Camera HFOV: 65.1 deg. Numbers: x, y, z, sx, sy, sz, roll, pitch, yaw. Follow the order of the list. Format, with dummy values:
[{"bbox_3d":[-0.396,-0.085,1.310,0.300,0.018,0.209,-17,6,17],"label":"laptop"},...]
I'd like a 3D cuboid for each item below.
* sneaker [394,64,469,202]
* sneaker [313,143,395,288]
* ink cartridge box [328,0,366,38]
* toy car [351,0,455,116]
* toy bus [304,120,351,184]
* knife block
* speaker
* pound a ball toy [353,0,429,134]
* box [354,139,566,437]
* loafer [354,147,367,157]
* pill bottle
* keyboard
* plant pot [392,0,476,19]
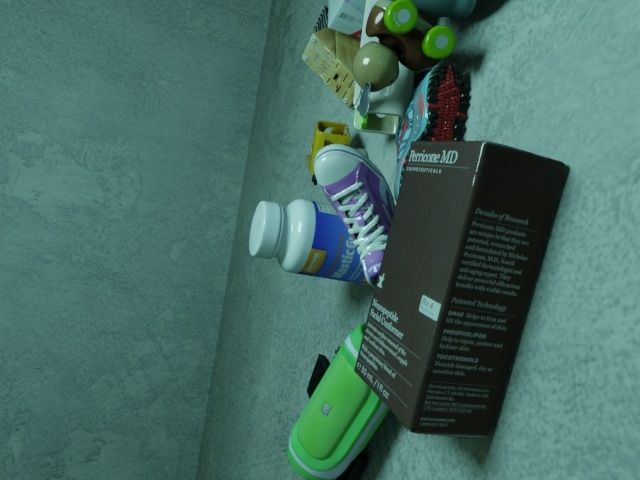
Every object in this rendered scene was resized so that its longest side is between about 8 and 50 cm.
[{"bbox_3d":[0.187,-0.169,0.891,0.125,0.104,0.261,170,119,-74],"label":"sneaker"},{"bbox_3d":[0.083,-0.024,0.835,0.102,0.282,0.161,-29,25,23],"label":"sneaker"},{"bbox_3d":[0.111,-0.610,1.234,0.176,0.128,0.127,144,133,-60],"label":"ink cartridge box"},{"bbox_3d":[0.117,-0.303,0.878,0.188,0.149,0.155,-59,16,15],"label":"toy car"},{"bbox_3d":[0.014,-0.200,1.268,0.191,0.104,0.202,125,152,-75],"label":"toy bus"},{"bbox_3d":[0.081,-0.517,1.363,0.275,0.242,0.088,48,145,5],"label":"knife block"},{"bbox_3d":[0.049,0.299,0.916,0.296,0.131,0.131,-62,25,18],"label":"speaker"},{"bbox_3d":[0.153,-0.385,1.062,0.208,0.136,0.319,61,-143,-82],"label":"pound a ball toy"},{"bbox_3d":[0.182,0.058,0.714,0.191,0.143,0.381,-152,76,-69],"label":"box"},{"bbox_3d":[0.096,-0.169,1.195,0.039,0.045,0.125,97,175,-47],"label":"loafer"},{"bbox_3d":[0.000,0.000,1.025,0.152,0.272,0.152,-170,90,-70],"label":"pill bottle"},{"bbox_3d":[0.041,0.361,1.091,0.317,0.033,0.201,-120,43,-59],"label":"keyboard"},{"bbox_3d":[0.151,-0.524,0.836,0.293,0.196,0.293,-1,-90,-87],"label":"plant pot"}]
